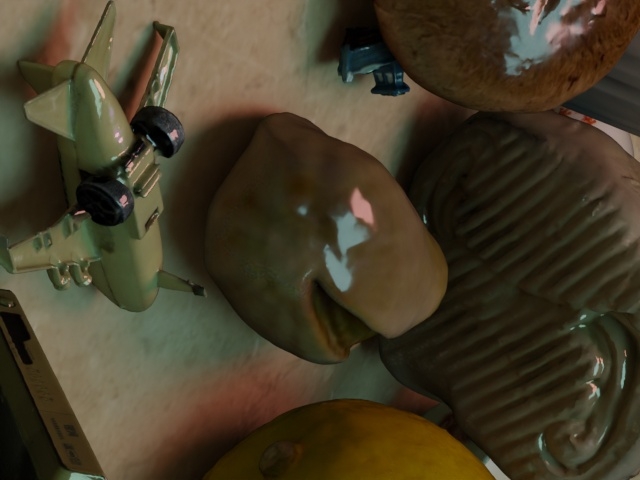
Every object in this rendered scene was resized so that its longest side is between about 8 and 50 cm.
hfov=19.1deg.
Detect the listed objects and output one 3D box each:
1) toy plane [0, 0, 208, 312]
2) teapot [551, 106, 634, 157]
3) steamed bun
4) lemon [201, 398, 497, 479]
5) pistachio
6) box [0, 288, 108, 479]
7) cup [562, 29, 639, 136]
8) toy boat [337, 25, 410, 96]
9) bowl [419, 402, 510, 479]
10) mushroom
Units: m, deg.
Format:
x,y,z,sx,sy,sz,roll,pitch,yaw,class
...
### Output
x,y,z,sx,sy,sz,roll,pitch,yaw,class
-0.151,-0.037,1.357,0.242,0.104,0.256,-59,144,-37,toy plane
0.249,-0.051,1.915,0.159,0.116,0.245,-26,139,-62,teapot
0.230,0.041,1.741,0.219,0.324,0.310,-13,131,-51,steamed bun
0.029,0.303,1.632,0.348,0.348,0.348,-34,137,-39,lemon
0.000,0.000,1.549,0.166,0.197,0.288,-20,161,11,pistachio
-0.208,0.176,1.279,0.045,0.270,0.211,2,115,-24,box
0.277,-0.193,1.750,0.221,0.202,0.167,-11,124,-53,cup
0.059,-0.151,1.599,0.137,0.060,0.061,-11,99,-56,toy boat
0.138,0.267,1.927,0.277,0.145,0.277,-36,140,-38,bowl
0.161,-0.239,1.568,0.278,0.146,0.278,-1,92,-26,mushroom
